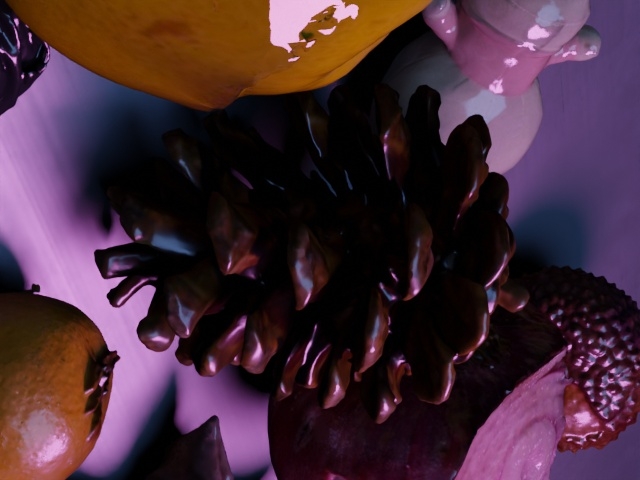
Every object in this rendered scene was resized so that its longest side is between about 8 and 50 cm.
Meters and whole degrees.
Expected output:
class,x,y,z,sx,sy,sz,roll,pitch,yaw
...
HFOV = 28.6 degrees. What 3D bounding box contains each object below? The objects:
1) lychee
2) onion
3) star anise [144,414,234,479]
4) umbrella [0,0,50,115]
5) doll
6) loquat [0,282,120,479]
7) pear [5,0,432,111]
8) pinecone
class,x,y,z,sx,sy,sz,roll,pitch,yaw
lychee,0.251,0.115,1.261,0.188,0.188,0.188,-25,132,-31
onion,0.069,0.155,1.047,0.256,0.230,0.272,2,114,-56
star anise,-0.118,0.276,1.055,0.315,0.108,0.315,-22,127,-33
umbrella,-0.230,-0.065,0.712,0.110,0.122,0.272,-78,-174,-77
doll,0.119,-0.128,0.972,0.155,0.113,0.275,16,119,-23
loquat,-0.203,0.099,0.826,0.141,0.141,0.141,-25,132,-31
pear,-0.068,-0.232,0.635,0.285,0.336,0.285,-32,166,-9
pinecone,0.000,0.000,0.873,0.309,0.244,0.244,3,118,-13
